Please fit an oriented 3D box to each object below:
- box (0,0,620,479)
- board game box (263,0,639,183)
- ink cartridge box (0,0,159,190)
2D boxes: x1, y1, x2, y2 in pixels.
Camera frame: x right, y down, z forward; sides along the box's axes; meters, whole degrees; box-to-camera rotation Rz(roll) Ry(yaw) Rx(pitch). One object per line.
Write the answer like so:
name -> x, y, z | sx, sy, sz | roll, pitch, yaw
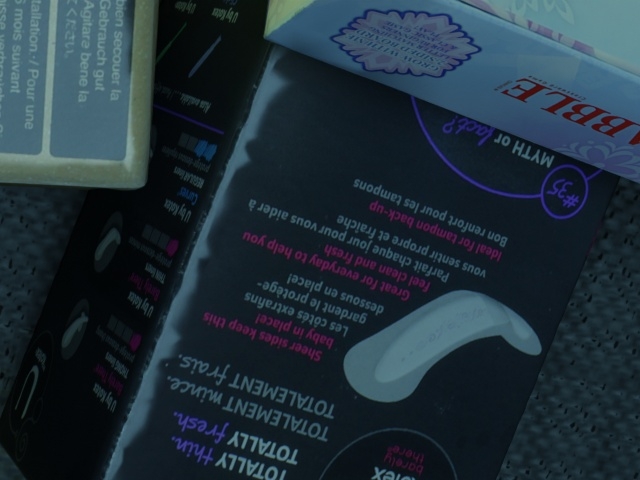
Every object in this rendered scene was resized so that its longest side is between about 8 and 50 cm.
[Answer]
box -> 0.000, 0.000, 0.719 | 0.165, 0.143, 0.270 | 21, 92, -25
board game box -> 0.145, -0.173, 0.676 | 0.318, 0.066, 0.318 | 19, 65, -26
ink cartridge box -> -0.111, -0.125, 0.647 | 0.088, 0.235, 0.193 | 4, 97, -12
